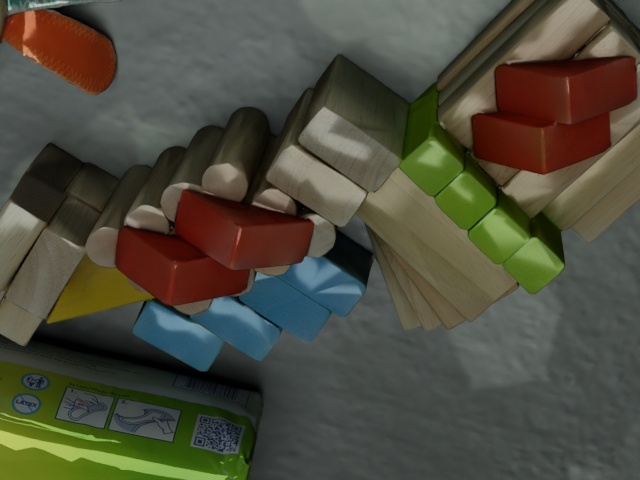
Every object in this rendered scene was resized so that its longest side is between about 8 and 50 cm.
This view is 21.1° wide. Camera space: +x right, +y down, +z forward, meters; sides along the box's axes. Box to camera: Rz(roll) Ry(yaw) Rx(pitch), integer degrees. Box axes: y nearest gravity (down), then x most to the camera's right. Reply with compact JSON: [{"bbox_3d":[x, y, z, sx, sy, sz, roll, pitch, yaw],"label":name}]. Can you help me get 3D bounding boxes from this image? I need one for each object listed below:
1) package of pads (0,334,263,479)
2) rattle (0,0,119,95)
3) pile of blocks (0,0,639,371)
[{"bbox_3d":[-0.167,0.189,0.861,0.229,0.101,0.296,13,111,-1],"label":"package of pads"},{"bbox_3d":[-0.182,-0.119,0.724,0.199,0.143,0.130,38,92,-3],"label":"rattle"},{"bbox_3d":[0.000,0.000,0.763,0.362,0.112,0.149,-19,108,13],"label":"pile of blocks"}]
